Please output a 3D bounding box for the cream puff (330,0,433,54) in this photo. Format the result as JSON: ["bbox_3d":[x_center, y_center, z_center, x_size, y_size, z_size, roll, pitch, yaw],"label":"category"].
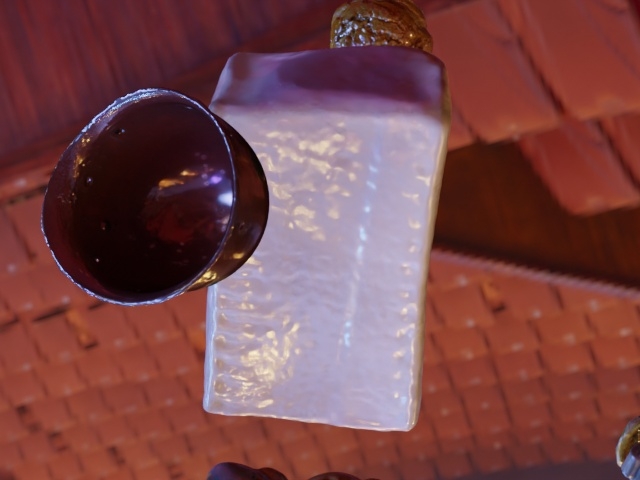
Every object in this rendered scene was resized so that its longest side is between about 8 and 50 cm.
[{"bbox_3d":[0.070,-0.233,2.027,0.126,0.103,0.144,19,149,-7],"label":"cream puff"}]

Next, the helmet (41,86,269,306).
[{"bbox_3d":[-0.106,-0.023,1.210,0.175,0.155,0.106,-22,163,25],"label":"helmet"}]

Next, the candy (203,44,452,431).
[{"bbox_3d":[0.003,-0.001,1.519,0.208,0.359,0.145,4,-147,2],"label":"candy"}]

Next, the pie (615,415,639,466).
[{"bbox_3d":[0.423,0.270,2.234,0.085,0.085,0.017,-20,-143,-34],"label":"pie"}]

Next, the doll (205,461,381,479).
[{"bbox_3d":[-0.035,0.393,2.255,0.260,0.177,0.161,8,154,9],"label":"doll"}]

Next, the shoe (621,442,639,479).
[{"bbox_3d":[0.358,0.176,1.589,0.109,0.149,0.293,-1,146,-43],"label":"shoe"}]
